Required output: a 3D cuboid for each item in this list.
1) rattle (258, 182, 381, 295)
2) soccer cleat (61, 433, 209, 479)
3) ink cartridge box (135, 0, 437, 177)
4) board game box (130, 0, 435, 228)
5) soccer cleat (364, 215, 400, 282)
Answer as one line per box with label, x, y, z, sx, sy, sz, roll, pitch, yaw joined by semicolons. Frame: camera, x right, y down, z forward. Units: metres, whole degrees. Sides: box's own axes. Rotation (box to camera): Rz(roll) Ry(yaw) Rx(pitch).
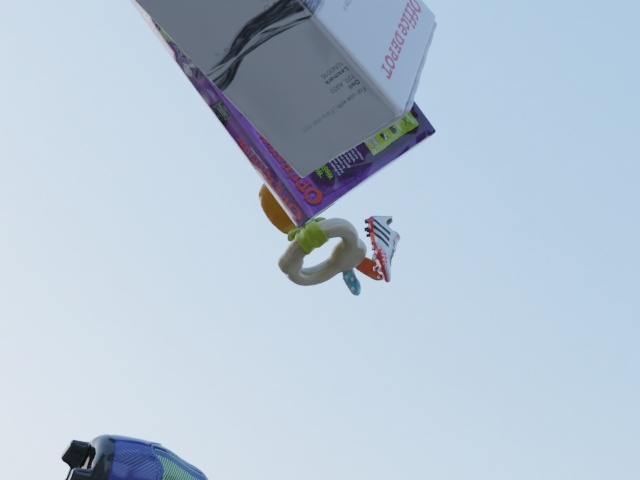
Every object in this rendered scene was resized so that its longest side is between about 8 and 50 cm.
rattle;0.000;0.000;1.706;0.143;0.130;0.200;34;16;37
soccer cleat;-0.172;0.275;0.823;0.121;0.093;0.289;20;-73;-20
ink cartridge box;-0.033;-0.172;0.732;0.092;0.160;0.219;-32;-70;31
board game box;-0.046;-0.208;1.292;0.347;0.208;0.056;54;-31;2
soccer cleat;0.070;0.007;1.196;0.035;0.083;0.029;-9;-35;-5
